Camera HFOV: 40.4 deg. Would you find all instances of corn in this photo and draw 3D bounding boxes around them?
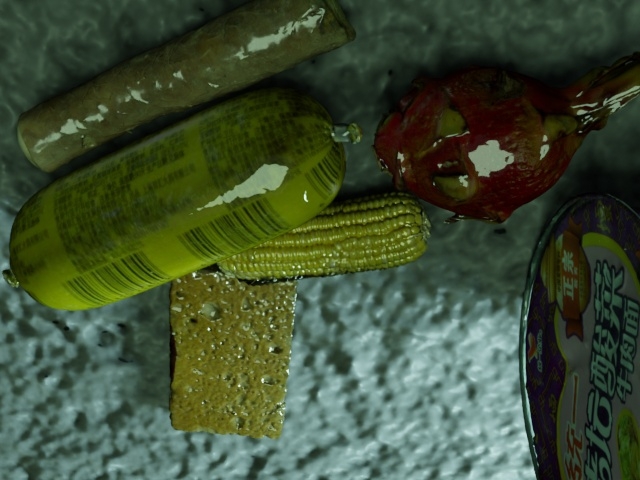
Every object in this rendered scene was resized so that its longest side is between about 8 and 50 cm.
[{"bbox_3d":[0.000,0.000,0.795,0.203,0.072,0.072,-8,124,9],"label":"corn"}]

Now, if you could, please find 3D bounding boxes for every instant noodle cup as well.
[{"bbox_3d":[0.350,0.123,0.729,0.266,0.339,0.339,-1,125,-7],"label":"instant noodle cup"}]

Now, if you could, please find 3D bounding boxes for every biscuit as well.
[{"bbox_3d":[-0.094,0.119,0.906,0.131,0.025,0.230,6,124,-3],"label":"biscuit"}]

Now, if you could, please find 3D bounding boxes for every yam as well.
[{"bbox_3d":[-0.119,-0.131,0.709,0.300,0.066,0.066,-21,122,16],"label":"yam"}]

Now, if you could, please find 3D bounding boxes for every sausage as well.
[{"bbox_3d":[-0.124,-0.032,0.742,0.347,0.123,0.123,-21,122,15],"label":"sausage"}]

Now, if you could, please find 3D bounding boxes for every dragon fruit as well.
[{"bbox_3d":[0.165,-0.094,0.694,0.246,0.125,0.125,-22,118,9],"label":"dragon fruit"}]
